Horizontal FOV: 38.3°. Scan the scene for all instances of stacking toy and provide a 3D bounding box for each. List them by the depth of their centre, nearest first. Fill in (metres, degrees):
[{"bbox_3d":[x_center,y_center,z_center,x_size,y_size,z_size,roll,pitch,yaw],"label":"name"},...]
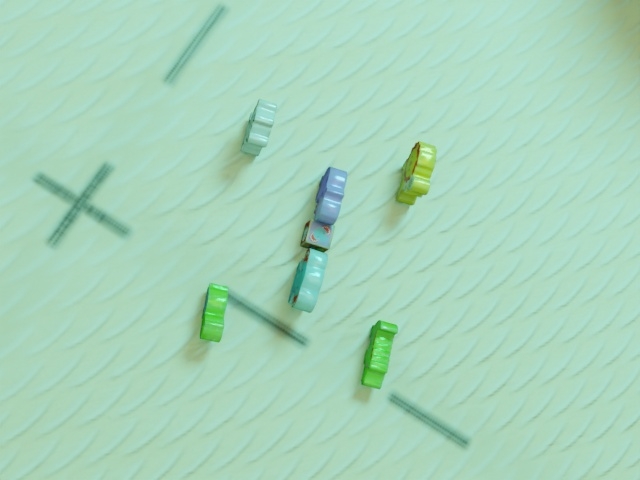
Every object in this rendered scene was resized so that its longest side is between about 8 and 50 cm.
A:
[{"bbox_3d":[0.000,0.000,0.790,0.167,0.052,0.221,15,77,-11],"label":"stacking toy"}]
